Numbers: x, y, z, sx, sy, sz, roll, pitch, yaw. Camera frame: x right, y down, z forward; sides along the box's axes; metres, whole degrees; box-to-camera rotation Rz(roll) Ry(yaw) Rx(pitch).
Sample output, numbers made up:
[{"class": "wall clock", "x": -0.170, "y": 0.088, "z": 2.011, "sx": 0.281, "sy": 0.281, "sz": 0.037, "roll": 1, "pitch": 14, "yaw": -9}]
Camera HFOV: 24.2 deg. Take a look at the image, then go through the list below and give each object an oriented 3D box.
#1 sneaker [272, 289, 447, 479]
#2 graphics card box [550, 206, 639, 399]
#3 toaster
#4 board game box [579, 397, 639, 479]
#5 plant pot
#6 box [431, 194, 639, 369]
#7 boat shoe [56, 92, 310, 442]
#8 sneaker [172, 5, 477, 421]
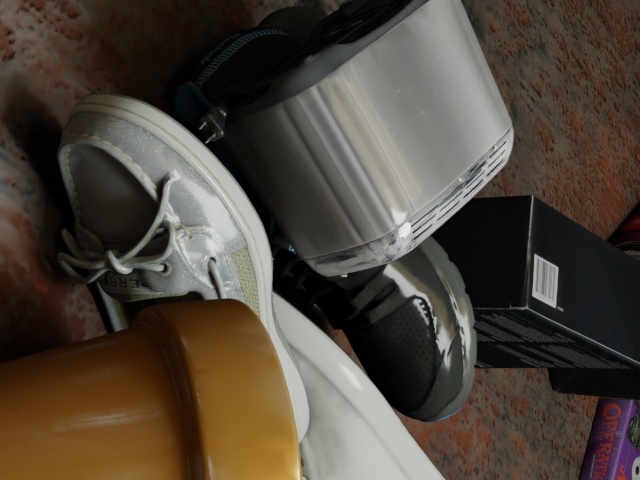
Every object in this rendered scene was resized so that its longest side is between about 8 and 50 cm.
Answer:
[{"class": "sneaker", "x": -0.006, "y": 0.154, "z": 1.143, "sx": 0.123, "sy": 0.106, "sz": 0.290, "roll": -40, "pitch": 111, "yaw": -9}, {"class": "graphics card box", "x": 0.426, "y": 0.053, "z": 1.667, "sx": 0.371, "sy": 0.233, "sz": 0.094, "roll": -41, "pitch": 126, "yaw": -48}, {"class": "toaster", "x": 0.031, "y": -0.076, "z": 1.016, "sx": 0.227, "sy": 0.129, "sz": 0.146, "roll": -41, "pitch": 106, "yaw": -39}, {"class": "board game box", "x": 0.330, "y": 0.378, "z": 1.677, "sx": 0.208, "sy": 0.056, "sz": 0.346, "roll": 48, "pitch": 51, "yaw": -38}, {"class": "plant pot", "x": -0.132, "y": 0.141, "z": 0.857, "sx": 0.188, "sy": 0.205, "sz": 0.205, "roll": -3, "pitch": 91, "yaw": -22}, {"class": "box", "x": 0.160, "y": 0.044, "z": 1.317, "sx": 0.261, "sy": 0.184, "sz": 0.103, "roll": 25, "pitch": 65, "yaw": -53}, {"class": "boat shoe", "x": -0.098, "y": 0.049, "z": 1.001, "sx": 0.103, "sy": 0.118, "sz": 0.320, "roll": -52, "pitch": 137, "yaw": -40}, {"class": "sneaker", "x": 0.000, "y": 0.000, "z": 1.136, "sx": 0.140, "sy": 0.125, "sz": 0.340, "roll": -33, "pitch": 99, "yaw": -40}]
